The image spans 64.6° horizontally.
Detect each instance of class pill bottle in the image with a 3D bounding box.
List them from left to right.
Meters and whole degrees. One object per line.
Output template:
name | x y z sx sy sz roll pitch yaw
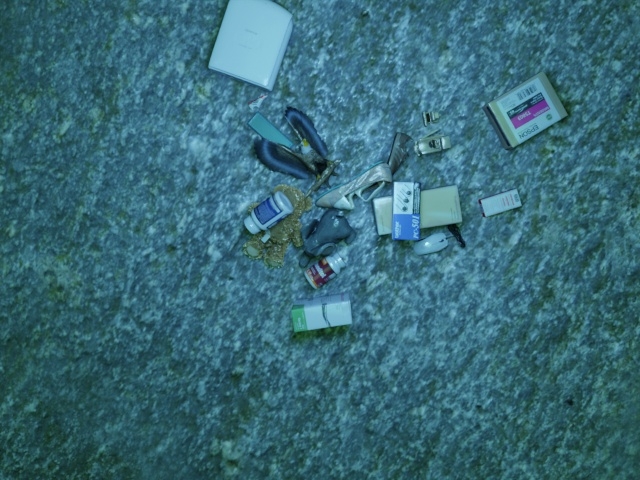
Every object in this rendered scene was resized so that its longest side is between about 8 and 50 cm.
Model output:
pill bottle | -0.191 -0.096 1.836 0.169 0.094 0.094 -34 93 16
pill bottle | 0.020 0.113 1.951 0.152 0.086 0.086 -36 93 4

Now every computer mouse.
computer mouse | 0.454 0.008 1.950 0.193 0.042 0.105 -22 95 3

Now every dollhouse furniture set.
dollhouse furniture set | 0.393 -0.400 1.846 0.101 0.182 0.160 -11 95 3

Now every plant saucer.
plant saucer | -0.192 -0.410 1.946 0.192 0.018 0.067 42 95 -1

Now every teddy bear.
teddy bear | -0.165 -0.056 1.944 0.245 0.113 0.337 11 103 8

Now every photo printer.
photo printer | -0.251 -0.740 1.873 0.256 0.107 0.307 20 95 0

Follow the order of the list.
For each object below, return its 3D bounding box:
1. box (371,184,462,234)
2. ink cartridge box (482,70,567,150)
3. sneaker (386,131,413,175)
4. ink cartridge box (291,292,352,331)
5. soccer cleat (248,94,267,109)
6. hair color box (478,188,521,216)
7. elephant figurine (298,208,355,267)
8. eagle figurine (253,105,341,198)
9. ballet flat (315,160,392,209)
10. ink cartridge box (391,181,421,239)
box | 0.356 -0.114 1.903 0.311 0.121 0.147 -11 95 2
ink cartridge box | 0.755 -0.479 1.876 0.235 0.088 0.193 -31 92 3
sneaker | 0.296 -0.312 1.915 0.071 0.066 0.188 16 96 -2
ink cartridge box | 0.008 0.272 1.928 0.220 0.160 0.092 -8 96 3
soccer cleat | -0.235 -0.528 1.933 0.083 0.029 0.035 -27 102 7
hair color box | 0.683 -0.144 1.929 0.141 0.043 0.071 -17 94 4
elephant figurine | 0.000 0.000 1.887 0.239 0.169 0.186 -37 120 -4
eagle figurine | -0.065 -0.326 1.878 0.298 0.226 0.225 41 134 23
ballet flat | 0.127 -0.178 1.886 0.316 0.108 0.106 -30 77 18
ink cartridge box | 0.308 -0.107 1.819 0.097 0.046 0.206 2 95 3
